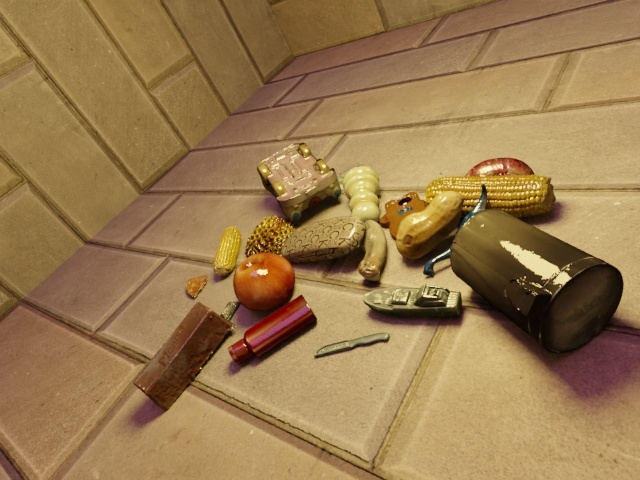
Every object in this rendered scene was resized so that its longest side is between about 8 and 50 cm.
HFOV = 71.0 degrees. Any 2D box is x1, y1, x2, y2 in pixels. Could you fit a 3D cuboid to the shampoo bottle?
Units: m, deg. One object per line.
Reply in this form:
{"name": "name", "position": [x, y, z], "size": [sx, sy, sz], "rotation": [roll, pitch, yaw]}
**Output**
{"name": "shampoo bottle", "position": [-0.140, 0.261, 1.290], "size": [0.260, 0.064, 0.102], "rotation": [-33, 37, -3]}

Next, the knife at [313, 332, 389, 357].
{"name": "knife", "position": [0.078, 0.268, 1.161], "size": [0.210, 0.015, 0.028], "rotation": [-18, 41, 18]}

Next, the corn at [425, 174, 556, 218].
{"name": "corn", "position": [0.471, -0.123, 1.270], "size": [0.345, 0.131, 0.131], "rotation": [2, 45, 38]}

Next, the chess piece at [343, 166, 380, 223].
{"name": "chess piece", "position": [0.151, -0.136, 1.552], "size": [0.133, 0.133, 0.243], "rotation": [-19, 42, 16]}

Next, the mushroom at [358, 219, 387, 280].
{"name": "mushroom", "position": [0.157, 0.032, 1.354], "size": [0.092, 0.081, 0.223], "rotation": [-4, 41, 6]}

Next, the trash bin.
{"name": "trash bin", "position": [0.442, 0.071, 0.972], "size": [0.252, 0.202, 0.301], "rotation": [3, 24, -24]}

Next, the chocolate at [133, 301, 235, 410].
{"name": "chocolate", "position": [-0.406, 0.330, 1.340], "size": [0.112, 0.112, 0.321], "rotation": [14, 58, 43]}

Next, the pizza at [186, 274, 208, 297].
{"name": "pizza", "position": [-0.465, 0.179, 1.678], "size": [0.100, 0.029, 0.099], "rotation": [-22, 43, 17]}

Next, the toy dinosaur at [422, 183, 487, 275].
{"name": "toy dinosaur", "position": [0.372, -0.026, 1.209], "size": [0.188, 0.247, 0.075], "rotation": [0, 1, 12]}

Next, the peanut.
{"name": "peanut", "position": [0.304, -0.045, 1.260], "size": [0.236, 0.110, 0.120], "rotation": [-50, 65, 21]}

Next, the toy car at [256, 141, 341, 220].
{"name": "toy car", "position": [-0.085, -0.213, 1.764], "size": [0.242, 0.226, 0.336], "rotation": [-30, 44, -10]}

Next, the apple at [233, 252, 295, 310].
{"name": "apple", "position": [-0.182, 0.123, 1.412], "size": [0.201, 0.162, 0.201], "rotation": [-20, 36, 16]}

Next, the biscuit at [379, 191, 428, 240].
{"name": "biscuit", "position": [0.281, -0.077, 1.443], "size": [0.180, 0.039, 0.236], "rotation": [-22, 36, 10]}

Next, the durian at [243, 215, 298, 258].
{"name": "durian", "position": [-0.176, -0.010, 1.665], "size": [0.252, 0.144, 0.139], "rotation": [-56, 4, -24]}

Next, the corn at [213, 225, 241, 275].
{"name": "corn", "position": [-0.355, 0.038, 1.727], "size": [0.081, 0.081, 0.248], "rotation": [-19, 35, 16]}

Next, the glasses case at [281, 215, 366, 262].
{"name": "glasses case", "position": [0.000, 0.000, 1.465], "size": [0.355, 0.085, 0.137], "rotation": [-11, 44, 48]}

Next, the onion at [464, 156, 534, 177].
{"name": "onion", "position": [0.529, -0.202, 1.361], "size": [0.206, 0.098, 0.151], "rotation": [-17, 37, 19]}

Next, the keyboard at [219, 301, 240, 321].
{"name": "keyboard", "position": [-0.323, 0.268, 1.464], "size": [0.055, 0.014, 0.176], "rotation": [-6, 40, 36]}

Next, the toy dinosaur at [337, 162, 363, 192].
{"name": "toy dinosaur", "position": [0.103, -0.253, 1.799], "size": [0.082, 0.039, 0.209], "rotation": [14, 53, 49]}

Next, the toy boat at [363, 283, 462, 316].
{"name": "toy boat", "position": [0.224, 0.150, 1.141], "size": [0.261, 0.085, 0.078], "rotation": [-3, 43, 34]}
